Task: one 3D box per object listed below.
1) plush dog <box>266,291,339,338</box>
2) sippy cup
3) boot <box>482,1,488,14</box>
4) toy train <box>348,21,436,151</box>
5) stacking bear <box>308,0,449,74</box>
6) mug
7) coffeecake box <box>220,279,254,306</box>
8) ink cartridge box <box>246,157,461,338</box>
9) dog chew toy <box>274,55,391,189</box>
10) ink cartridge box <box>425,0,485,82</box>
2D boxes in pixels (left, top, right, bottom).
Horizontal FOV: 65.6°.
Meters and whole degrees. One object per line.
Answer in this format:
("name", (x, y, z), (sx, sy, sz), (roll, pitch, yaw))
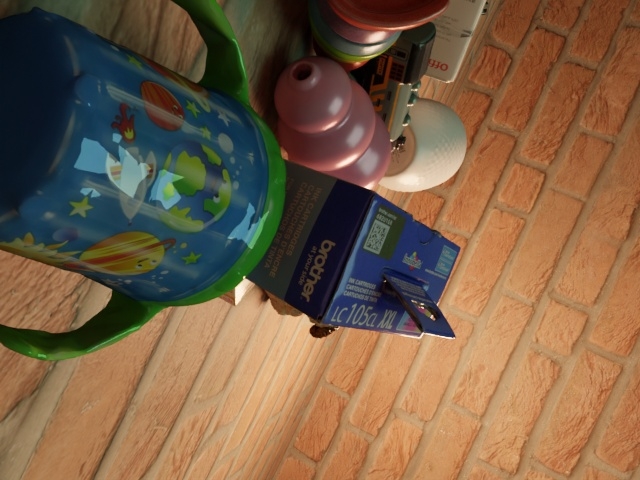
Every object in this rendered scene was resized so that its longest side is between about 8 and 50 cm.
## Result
("plush dog", (-0.022, 0.117, 1.230), (0.262, 0.225, 0.210), (-68, 165, 14))
("sippy cup", (-0.181, -0.064, 0.429), (0.224, 0.240, 0.305), (24, 53, -65))
("boot", (0.345, -0.541, 1.339), (0.085, 0.236, 0.178), (-20, 114, -33))
("toy train", (0.115, -0.329, 1.040), (0.142, 0.190, 0.334), (-52, 161, -37))
("stacking bear", (0.057, -0.358, 0.792), (0.164, 0.175, 0.289), (-28, -176, -7))
("mug", (0.245, -0.324, 1.439), (0.328, 0.276, 0.374), (-21, 105, -59))
("coffeecake box", (-0.146, 0.010, 0.934), (0.142, 0.068, 0.185), (-51, 160, -41))
("ink cartridge box", (0.000, 0.000, 0.653), (0.270, 0.395, 0.151), (21, 91, -54))
("dog chew toy", (0.015, -0.206, 0.910), (0.206, 0.207, 0.332), (-62, 157, -10))
("ink cartridge box", (0.279, -0.555, 1.197), (0.117, 0.207, 0.283), (-51, 161, -58))
